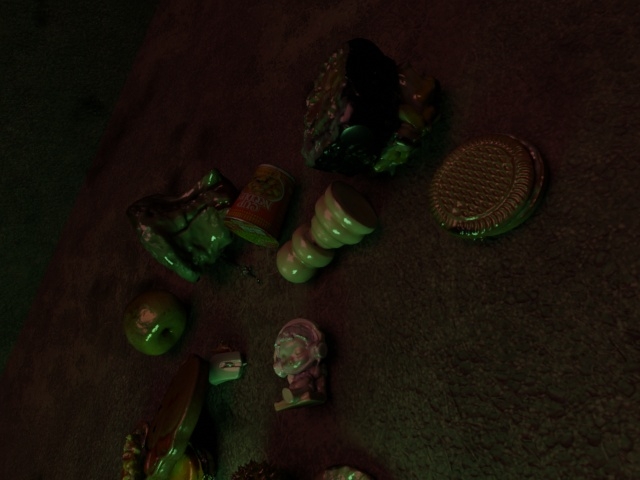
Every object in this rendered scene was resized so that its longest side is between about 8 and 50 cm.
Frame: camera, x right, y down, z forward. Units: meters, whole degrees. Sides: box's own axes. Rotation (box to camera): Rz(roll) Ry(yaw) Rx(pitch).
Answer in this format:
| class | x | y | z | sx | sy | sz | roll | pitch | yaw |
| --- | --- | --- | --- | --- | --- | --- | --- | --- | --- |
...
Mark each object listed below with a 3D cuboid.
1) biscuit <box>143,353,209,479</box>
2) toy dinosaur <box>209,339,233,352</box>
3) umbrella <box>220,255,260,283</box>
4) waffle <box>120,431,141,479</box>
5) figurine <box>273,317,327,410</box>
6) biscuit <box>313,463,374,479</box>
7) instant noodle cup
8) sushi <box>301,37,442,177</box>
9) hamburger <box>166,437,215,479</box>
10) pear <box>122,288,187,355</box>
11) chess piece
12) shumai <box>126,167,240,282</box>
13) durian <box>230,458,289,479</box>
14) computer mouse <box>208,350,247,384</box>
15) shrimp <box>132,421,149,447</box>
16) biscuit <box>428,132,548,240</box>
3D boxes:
| class | x | y | z | sx | sy | sz | roll | pitch | yaw |
| --- | --- | --- | --- | --- | --- | --- | --- | --- | --- |
| biscuit | -0.440 | 0.529 | 1.546 | 0.381 | 0.074 | 0.358 | -47 | 24 | 32 |
| toy dinosaur | -0.312 | 0.329 | 1.611 | 0.113 | 0.026 | 0.041 | -3 | 87 | 35 |
| umbrella | -0.269 | 0.080 | 1.681 | 0.044 | 0.044 | 0.269 | -42 | 38 | -20 |
| waffle | -0.568 | 0.748 | 1.552 | 0.324 | 0.068 | 0.301 | -104 | 25 | -47 |
| figurine | -0.055 | 0.298 | 1.285 | 0.163 | 0.141 | 0.236 | -23 | 56 | 31 |
| biscuit | 0.044 | 0.564 | 1.140 | 0.250 | 0.032 | 0.133 | -32 | 51 | 31 |
| instant noodle cup | -0.171 | -0.111 | 1.586 | 0.193 | 0.193 | 0.212 | 4 | 64 | 46 |
| sushi | 0.125 | -0.304 | 1.317 | 0.328 | 0.286 | 0.327 | -48 | 34 | 49 |
| hamburger | -0.356 | 0.659 | 1.451 | 0.164 | 0.093 | 0.189 | -51 | 42 | 18 |
| pear | -0.571 | 0.270 | 1.779 | 0.211 | 0.188 | 0.228 | 31 | 94 | 36 |
| chess piece | 0.000 | 0.000 | 1.383 | 0.299 | 0.167 | 0.167 | -47 | 45 | 28 |
| shumai | -0.406 | -0.075 | 1.705 | 0.323 | 0.324 | 0.397 | -37 | 17 | 2 |
| durian | -0.145 | 0.642 | 1.149 | 0.225 | 0.291 | 0.290 | 21 | 86 | 7 |
| computer mouse | -0.291 | 0.380 | 1.549 | 0.182 | 0.056 | 0.089 | -21 | 62 | 37 |
| shrimp | -0.617 | 0.672 | 1.759 | 0.114 | 0.023 | 0.083 | -44 | 49 | 16 |
| biscuit | 0.355 | -0.119 | 1.120 | 0.259 | 0.079 | 0.258 | -21 | 58 | 37 |
